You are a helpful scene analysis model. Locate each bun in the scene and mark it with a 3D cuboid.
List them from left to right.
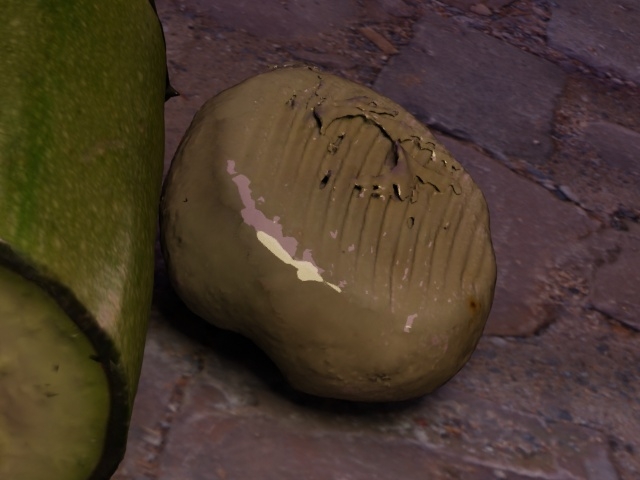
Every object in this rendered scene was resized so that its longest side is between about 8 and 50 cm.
[{"bbox_3d":[0.004,0.000,1.071,0.272,0.168,0.273,18,44,-18],"label":"bun"}]

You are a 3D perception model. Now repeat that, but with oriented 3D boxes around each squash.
[{"bbox_3d":[-0.229,-0.023,0.888,0.263,0.263,0.384,13,34,-11],"label":"squash"}]
